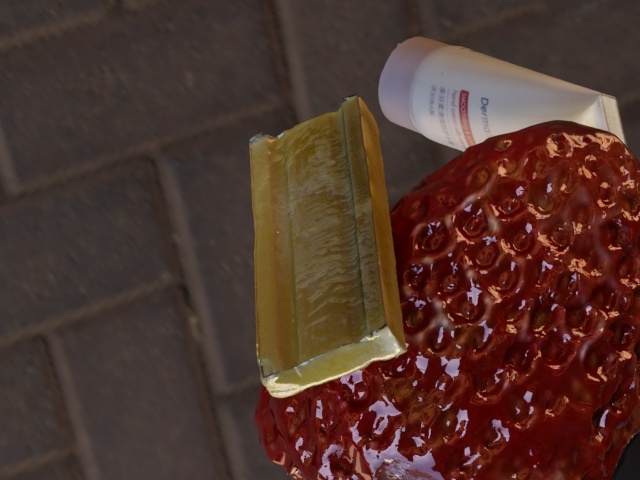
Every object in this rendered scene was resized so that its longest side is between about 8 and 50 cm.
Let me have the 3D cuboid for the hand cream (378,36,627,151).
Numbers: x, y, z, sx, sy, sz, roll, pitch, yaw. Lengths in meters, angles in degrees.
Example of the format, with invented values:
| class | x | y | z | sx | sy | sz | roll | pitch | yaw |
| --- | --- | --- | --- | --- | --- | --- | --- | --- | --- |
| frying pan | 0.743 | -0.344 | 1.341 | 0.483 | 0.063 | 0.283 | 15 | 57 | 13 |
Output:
| class | x | y | z | sx | sy | sz | roll | pitch | yaw |
| --- | --- | --- | --- | --- | --- | --- | --- | --- | --- |
| hand cream | 0.165 | -0.101 | 1.602 | 0.083 | 0.248 | 0.133 | -46 | 135 | -22 |

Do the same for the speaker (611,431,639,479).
| class | x | y | z | sx | sy | sz | roll | pitch | yaw |
| --- | --- | --- | --- | --- | --- | --- | --- | --- | --- |
| speaker | 0.239 | 0.273 | 0.825 | 0.180 | 0.388 | 0.184 | 20 | 117 | -37 |

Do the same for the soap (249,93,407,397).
| class | x | y | z | sx | sy | sz | roll | pitch | yaw |
| --- | --- | --- | --- | --- | --- | --- | --- | --- | --- |
| soap | 0.000 | 0.001 | 1.269 | 0.092 | 0.252 | 0.037 | -22 | 128 | 14 |

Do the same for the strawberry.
| class | x | y | z | sx | sy | sz | roll | pitch | yaw |
| --- | --- | --- | --- | --- | --- | --- | --- | --- | --- |
| strawberry | 0.115 | 0.089 | 1.356 | 0.292 | 0.292 | 0.310 | 41 | 66 | -39 |
